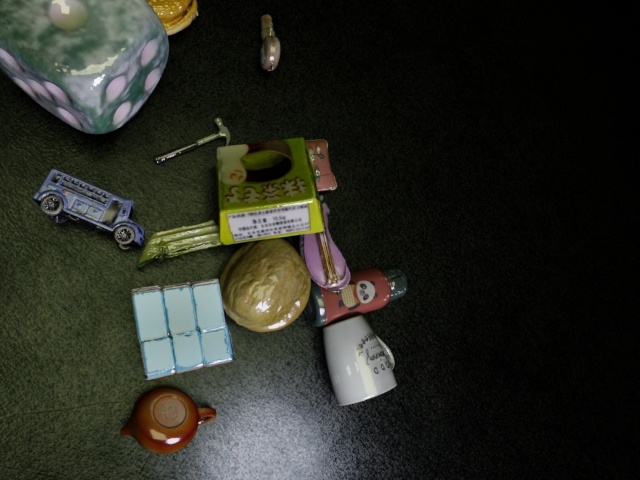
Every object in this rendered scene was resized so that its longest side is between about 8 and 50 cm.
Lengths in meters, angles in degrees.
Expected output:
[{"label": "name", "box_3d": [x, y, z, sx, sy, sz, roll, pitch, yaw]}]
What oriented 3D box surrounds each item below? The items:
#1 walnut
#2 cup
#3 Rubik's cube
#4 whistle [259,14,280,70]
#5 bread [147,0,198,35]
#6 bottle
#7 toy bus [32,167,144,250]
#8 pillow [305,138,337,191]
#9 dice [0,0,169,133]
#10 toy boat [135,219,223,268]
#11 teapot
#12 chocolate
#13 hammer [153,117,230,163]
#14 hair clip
[{"label": "walnut", "box_3d": [-0.156, 0.127, 1.477, 0.283, 0.227, 0.282, 3, 69, -9]}, {"label": "cup", "box_3d": [0.129, 0.353, 1.581, 0.258, 0.186, 0.234, -4, 72, -49]}, {"label": "Rubik's cube", "box_3d": [-0.376, 0.232, 1.386, 0.225, 0.221, 0.231, -9, 84, -19]}, {"label": "whistle", "box_3d": [-0.172, -0.647, 1.680, 0.057, 0.107, 0.220, 3, 67, -22]}, {"label": "bread", "box_3d": [-0.499, -0.750, 1.571, 0.198, 0.120, 0.236, -39, 94, -19]}, {"label": "bottle", "box_3d": [0.114, 0.160, 1.612, 0.336, 0.144, 0.143, -13, 85, -23]}, {"label": "toy bus", "box_3d": [-0.614, -0.079, 1.412, 0.292, 0.125, 0.133, 25, 73, -12]}, {"label": "pillow", "box_3d": [-0.039, -0.243, 1.662, 0.172, 0.075, 0.179, -8, 81, -18]}, {"label": "dice", "box_3d": [-0.632, -0.508, 1.373, 0.330, 0.348, 0.328, 35, 71, -4]}, {"label": "toy boat", "box_3d": [-0.398, 0.003, 1.477, 0.276, 0.111, 0.084, -17, 84, -20]}, {"label": "teapot", "box_3d": [-0.407, 0.491, 1.393, 0.252, 0.135, 0.178, 6, 48, -36]}, {"label": "chocolate", "box_3d": [-0.157, -0.154, 1.483, 0.301, 0.137, 0.288, -9, 56, -3]}, {"label": "hammer", "box_3d": [-0.391, -0.286, 1.577, 0.246, 0.029, 0.103, -29, 90, -20]}, {"label": "hair clip", "box_3d": [-0.002, 0.000, 1.578, 0.110, 0.096, 0.358, 9, 59, -35]}]
